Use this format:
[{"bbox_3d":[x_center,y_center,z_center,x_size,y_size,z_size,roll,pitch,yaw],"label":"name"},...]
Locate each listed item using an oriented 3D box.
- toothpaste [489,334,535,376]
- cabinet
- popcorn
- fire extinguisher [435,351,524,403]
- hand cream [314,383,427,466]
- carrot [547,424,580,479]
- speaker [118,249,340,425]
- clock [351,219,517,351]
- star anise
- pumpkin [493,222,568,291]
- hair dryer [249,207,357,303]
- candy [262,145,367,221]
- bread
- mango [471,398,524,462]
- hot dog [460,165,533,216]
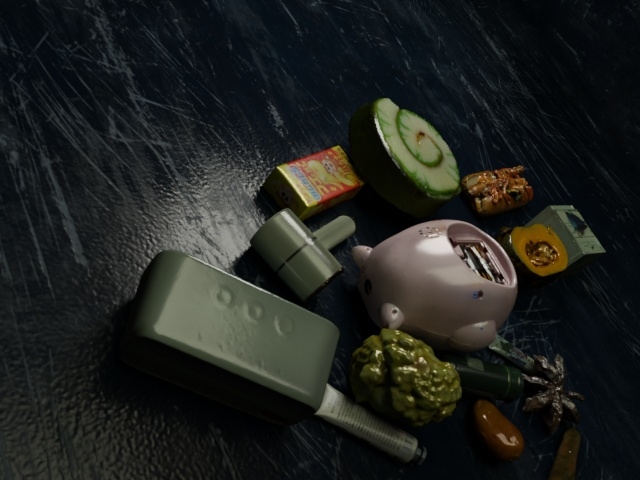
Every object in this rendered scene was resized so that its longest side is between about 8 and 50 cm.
[{"bbox_3d":[0.561,0.335,1.835,0.233,0.038,0.060,33,47,-8],"label":"toothpaste"},{"bbox_3d":[0.831,-0.003,2.245,0.145,0.150,0.206,-3,58,-39],"label":"cabinet"},{"bbox_3d":[0.176,0.300,1.426,0.255,0.256,0.194,28,79,-54],"label":"popcorn"},{"bbox_3d":[0.353,0.332,1.624,0.295,0.093,0.118,15,3,-18],"label":"fire extinguisher"},{"bbox_3d":[0.102,0.400,1.413,0.276,0.059,0.095,32,39,-5],"label":"hand cream"},{"bbox_3d":[0.612,0.578,1.649,0.070,0.070,0.342,46,40,4],"label":"carrot"},{"bbox_3d":[-0.173,0.199,1.273,0.406,0.183,0.184,27,49,-18],"label":"speaker"},{"bbox_3d":[0.288,0.101,1.635,0.377,0.250,0.368,3,45,-26],"label":"clock"},{"bbox_3d":[0.614,0.412,1.768,0.197,0.073,0.212,-19,75,-24],"label":"star anise"},{"bbox_3d":[0.635,0.041,2.071,0.317,0.139,0.221,-9,65,-39],"label":"pumpkin"},{"bbox_3d":[0.000,0.000,1.634,0.203,0.128,0.362,47,34,7],"label":"hair dryer"},{"bbox_3d":[-0.011,-0.154,1.764,0.276,0.088,0.146,-25,75,-46],"label":"candy"},{"bbox_3d":[0.241,-0.246,1.916,0.382,0.129,0.366,52,36,-1],"label":"bread"},{"bbox_3d":[0.414,0.462,1.580,0.105,0.084,0.159,-2,36,-40],"label":"mango"},{"bbox_3d":[0.618,-0.176,2.250,0.349,0.117,0.158,-11,64,-43],"label":"hot dog"}]
